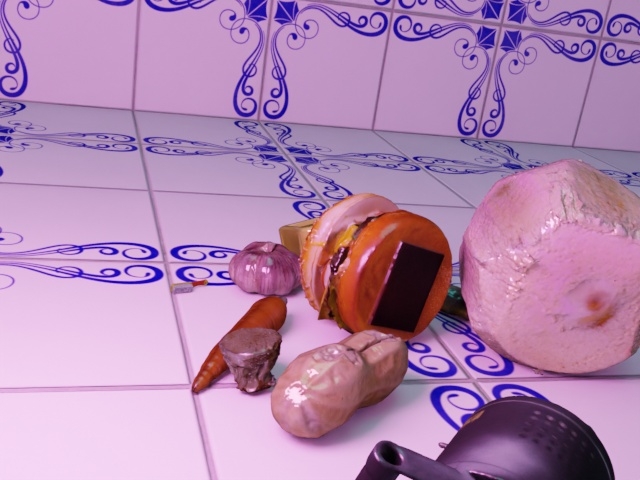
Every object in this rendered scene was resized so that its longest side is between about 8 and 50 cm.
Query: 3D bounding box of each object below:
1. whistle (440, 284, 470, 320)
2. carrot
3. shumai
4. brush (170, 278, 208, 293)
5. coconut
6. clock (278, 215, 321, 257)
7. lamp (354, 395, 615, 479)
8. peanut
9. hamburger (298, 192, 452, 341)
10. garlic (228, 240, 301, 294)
[{"bbox_3d":[0.184,0.097,1.686,0.326,0.057,0.068,17,19,23],"label":"whistle"},{"bbox_3d":[-0.139,0.173,1.355,0.069,0.069,0.336,16,27,20],"label":"carrot"},{"bbox_3d":[-0.109,0.196,1.255,0.099,0.087,0.124,-2,14,7],"label":"shumai"},{"bbox_3d":[-0.261,0.093,1.568,0.083,0.019,0.021,-8,35,-37],"label":"brush"},{"bbox_3d":[0.464,0.035,1.512,0.404,0.404,0.404,8,20,-3],"label":"coconut"},{"bbox_3d":[0.000,0.000,1.722,0.143,0.096,0.202,-12,5,-18],"label":"clock"},{"bbox_3d":[0.215,0.306,0.912,0.374,0.205,0.272,27,26,1],"label":"lamp"},{"bbox_3d":[0.036,0.214,1.214,0.130,0.130,0.290,22,22,32],"label":"peanut"},{"bbox_3d":[0.097,0.053,1.482,0.291,0.291,0.225,-10,24,-40],"label":"hamburger"},{"bbox_3d":[-0.111,0.055,1.614,0.159,0.102,0.147,4,22,-10],"label":"garlic"}]
